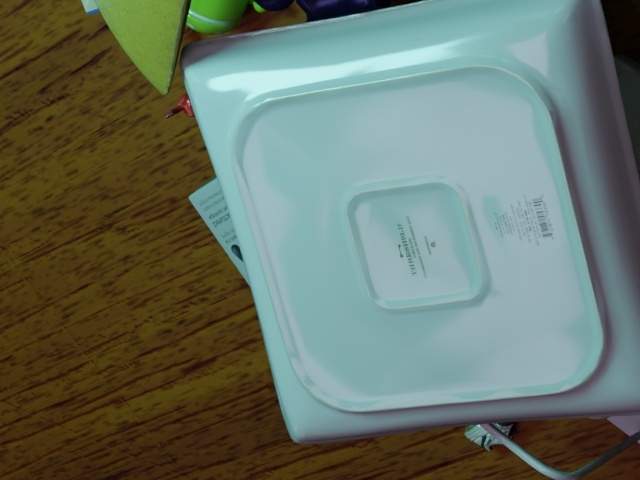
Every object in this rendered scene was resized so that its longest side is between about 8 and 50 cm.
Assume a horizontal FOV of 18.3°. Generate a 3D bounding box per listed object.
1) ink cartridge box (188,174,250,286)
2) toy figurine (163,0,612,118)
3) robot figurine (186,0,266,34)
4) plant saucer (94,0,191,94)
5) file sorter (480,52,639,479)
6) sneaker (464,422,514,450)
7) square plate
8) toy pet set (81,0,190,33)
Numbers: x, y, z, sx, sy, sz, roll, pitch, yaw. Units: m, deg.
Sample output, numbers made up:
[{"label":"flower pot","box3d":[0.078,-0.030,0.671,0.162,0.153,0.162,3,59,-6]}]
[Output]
[{"label":"ink cartridge box","box3d":[0.000,0.000,1.853,0.153,0.087,0.208,-30,97,44]},{"label":"toy figurine","box3d":[0.031,-0.235,1.610,0.362,0.191,0.217,-11,92,21]},{"label":"robot figurine","box3d":[-0.092,-0.234,1.791,0.101,0.067,0.115,17,131,-10]},{"label":"plant saucer","box3d":[-0.104,-0.326,1.502,0.081,0.333,0.333,13,157,-5]},{"label":"file sorter","box3d":[0.219,0.027,1.602,0.193,0.173,0.278,38,122,22]},{"label":"sneaker","box3d":[0.173,0.171,1.875,0.037,0.032,0.083,40,139,-9]},{"label":"square plate","box3d":[0.078,-0.007,1.507,0.344,0.049,0.347,-8,108,27]},{"label":"toy pet set","box3d":[-0.172,-0.247,1.864,0.114,0.065,0.122,-18,112,5]}]
